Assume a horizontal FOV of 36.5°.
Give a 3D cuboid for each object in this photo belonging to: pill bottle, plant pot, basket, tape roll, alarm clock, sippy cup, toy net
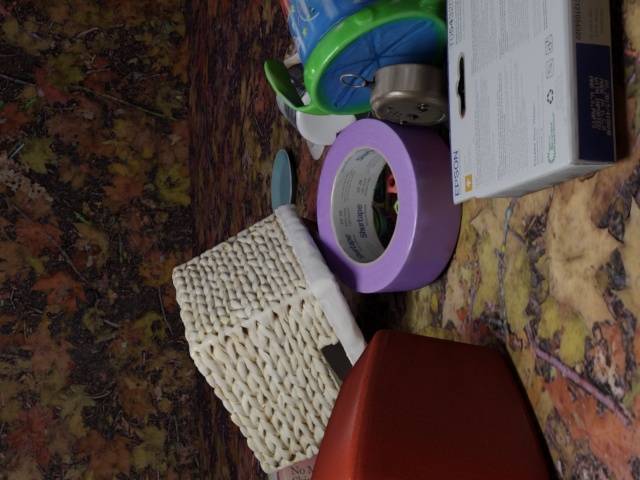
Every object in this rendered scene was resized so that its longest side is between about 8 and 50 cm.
[{"bbox_3d":[-0.018,-0.289,1.984,0.245,0.130,0.130,-124,38,-62],"label":"pill bottle"},{"bbox_3d":[0.133,0.272,1.302,0.267,0.267,0.235,116,161,-54],"label":"plant pot"},{"bbox_3d":[-0.064,0.173,1.696,0.328,0.266,0.331,63,177,-29],"label":"basket"},{"bbox_3d":[0.103,-0.054,1.542,0.275,0.090,0.274,-1,89,58],"label":"tape roll"},{"bbox_3d":[0.120,-0.215,1.428,0.129,0.192,0.064,148,133,-71],"label":"alarm clock"},{"bbox_3d":[0.046,-0.349,1.481,0.240,0.305,0.224,73,172,-68],"label":"sippy cup"},{"bbox_3d":[0.076,-0.111,1.702,0.122,0.045,0.232,-47,56,42],"label":"toy net"}]

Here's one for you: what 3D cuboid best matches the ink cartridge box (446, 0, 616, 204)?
[{"bbox_3d":[0.252,-0.224,1.213,0.330,0.071,0.324,158,112,-75],"label":"ink cartridge box"}]

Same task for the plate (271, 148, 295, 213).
[{"bbox_3d":[-0.088,-0.131,2.386,0.188,0.024,0.188,-179,90,-72],"label":"plate"}]

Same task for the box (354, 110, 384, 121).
[{"bbox_3d":[0.096,-0.380,1.715,0.293,0.073,0.295,-116,32,-53],"label":"box"}]

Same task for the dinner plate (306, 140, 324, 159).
[{"bbox_3d":[-0.013,-0.251,2.160,0.141,0.017,0.141,179,90,-72],"label":"dinner plate"}]

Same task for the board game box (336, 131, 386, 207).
[{"bbox_3d":[0.073,-0.135,1.824,0.170,0.048,0.141,-166,76,-72],"label":"board game box"}]

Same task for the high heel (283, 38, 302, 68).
[{"bbox_3d":[-0.009,-0.463,2.092,0.261,0.093,0.186,124,163,-76],"label":"high heel"}]

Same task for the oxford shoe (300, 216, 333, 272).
[{"bbox_3d":[0.000,0.000,2.035,0.212,0.076,0.076,41,129,47],"label":"oxford shoe"}]

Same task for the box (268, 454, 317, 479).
[{"bbox_3d":[-0.012,0.496,1.912,0.127,0.149,0.232,113,151,-51],"label":"box"}]
